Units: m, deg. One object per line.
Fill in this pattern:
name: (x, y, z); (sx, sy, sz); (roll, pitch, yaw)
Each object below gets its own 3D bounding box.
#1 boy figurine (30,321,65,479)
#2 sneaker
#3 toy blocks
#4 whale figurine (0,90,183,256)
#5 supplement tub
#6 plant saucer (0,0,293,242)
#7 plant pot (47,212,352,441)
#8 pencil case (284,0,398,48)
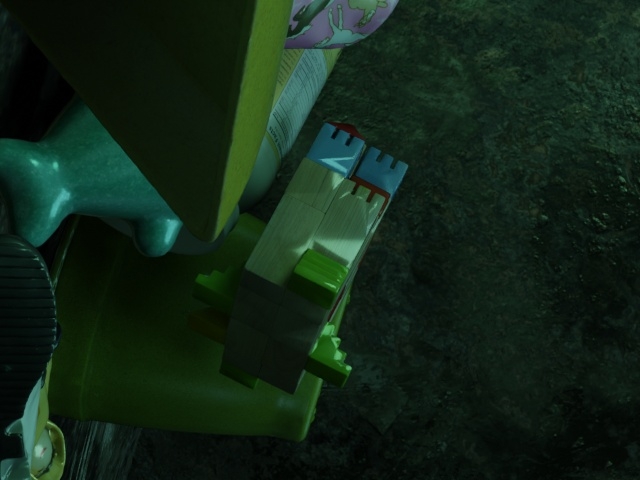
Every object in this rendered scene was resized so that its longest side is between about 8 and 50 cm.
boy figurine: (-0.330, 0.194, 1.655); (0.285, 0.092, 0.177); (99, 5, -53)
sneaker: (-0.313, 0.115, 1.411); (0.146, 0.123, 0.330); (-103, -157, -56)
toy blocks: (0.000, 0.000, 1.701); (0.261, 0.191, 0.381); (-62, 176, -24)
whale figurine: (-0.177, -0.087, 1.418); (0.272, 0.141, 0.216); (-26, 101, -40)
supplement tub: (-0.128, -0.175, 1.692); (0.241, 0.241, 0.331); (103, 12, -63)
plant saucer: (-0.114, -0.221, 0.990); (0.081, 0.332, 0.332); (-24, 148, -29)
plant pot: (-0.153, 0.103, 1.981); (0.366, 0.353, 0.366); (17, 90, -88)
pencil case: (-0.083, -0.264, 1.436); (0.386, 0.160, 0.167); (-9, 104, -52)
